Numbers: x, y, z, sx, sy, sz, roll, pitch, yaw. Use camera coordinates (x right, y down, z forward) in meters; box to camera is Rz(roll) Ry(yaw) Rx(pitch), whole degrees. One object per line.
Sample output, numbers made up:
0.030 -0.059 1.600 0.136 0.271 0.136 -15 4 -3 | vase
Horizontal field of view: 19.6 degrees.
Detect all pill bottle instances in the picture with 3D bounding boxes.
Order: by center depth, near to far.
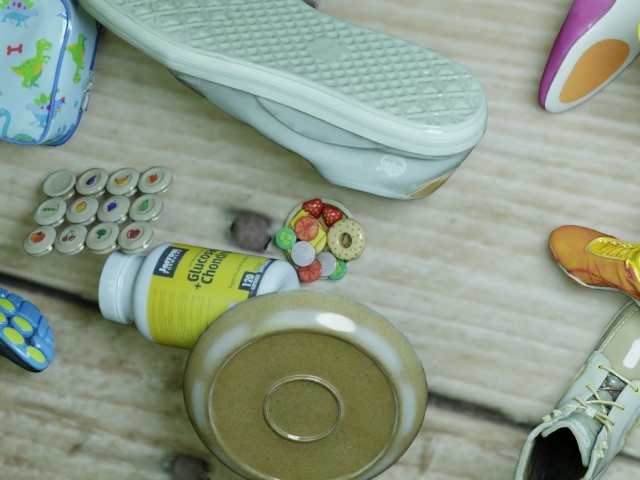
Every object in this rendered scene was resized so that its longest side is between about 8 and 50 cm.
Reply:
-0.121 0.057 1.826 0.184 0.103 0.103 9 97 19 | pill bottle

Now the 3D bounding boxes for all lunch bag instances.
-0.337 -0.198 1.897 0.219 0.090 0.176 16 100 19 | lunch bag

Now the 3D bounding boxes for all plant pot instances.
-0.015 0.155 1.771 0.236 0.032 0.236 1 120 2 | plant pot

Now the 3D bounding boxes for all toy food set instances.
0.000 0.000 1.821 0.083 0.020 0.082 45 107 12 | toy food set

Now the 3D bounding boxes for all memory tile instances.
-0.225 -0.031 1.868 0.148 0.012 0.113 -2 49 23 | memory tile

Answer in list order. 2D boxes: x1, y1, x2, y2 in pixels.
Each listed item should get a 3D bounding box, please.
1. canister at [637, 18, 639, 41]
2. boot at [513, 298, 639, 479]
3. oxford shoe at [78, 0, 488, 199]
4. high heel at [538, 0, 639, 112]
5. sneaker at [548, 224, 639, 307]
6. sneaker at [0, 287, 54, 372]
0.335 -0.152 1.605 0.073 0.170 0.126 -24 85 21 | canister
0.247 0.151 1.662 0.077 0.165 0.213 32 103 16 | boot
-0.051 -0.161 1.770 0.449 0.169 0.130 27 138 18 | oxford shoe
0.253 -0.239 1.694 0.117 0.082 0.244 54 126 41 | high heel
0.280 0.021 1.674 0.175 0.064 0.067 29 145 36 | sneaker
-0.359 0.089 1.948 0.188 0.067 0.078 25 123 16 | sneaker
